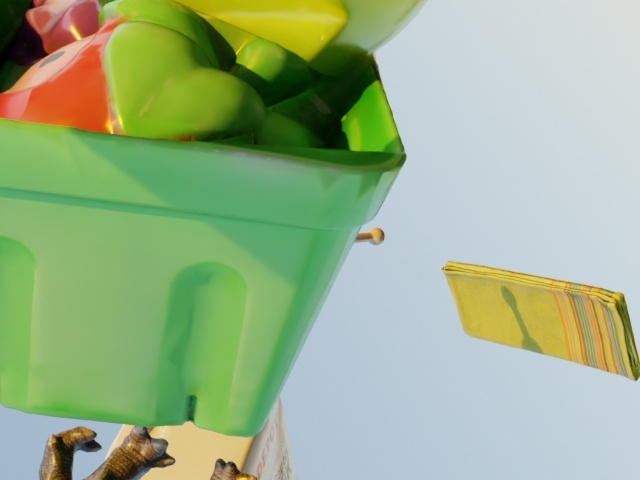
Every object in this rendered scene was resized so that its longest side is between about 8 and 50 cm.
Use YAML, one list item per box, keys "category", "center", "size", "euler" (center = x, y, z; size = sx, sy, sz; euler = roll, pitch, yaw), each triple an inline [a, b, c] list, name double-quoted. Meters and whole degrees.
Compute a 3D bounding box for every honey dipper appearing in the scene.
- category: "honey dipper"
  center: [0.000, 0.000, 1.261]
  size: [0.160, 0.030, 0.030]
  euler: [-6, -129, -38]

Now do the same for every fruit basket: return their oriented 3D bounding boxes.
- category: "fruit basket"
  center: [-0.069, -0.130, 0.692]
  size: [0.283, 0.392, 0.392]
  euler: [7, -148, -7]

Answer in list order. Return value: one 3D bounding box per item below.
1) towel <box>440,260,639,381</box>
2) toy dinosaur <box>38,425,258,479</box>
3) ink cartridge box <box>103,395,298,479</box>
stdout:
- category: "towel"
  center: [0.228, 0.083, 1.402]
  size: [0.021, 0.237, 0.102]
  euler: [-35, -61, -32]
- category: "toy dinosaur"
  center: [-0.123, 0.182, 0.699]
  size: [0.313, 0.121, 0.160]
  euler: [30, -125, 10]
- category: "ink cartridge box"
  center: [-0.085, 0.269, 1.061]
  size: [0.197, 0.114, 0.273]
  euler: [-69, -28, -57]
